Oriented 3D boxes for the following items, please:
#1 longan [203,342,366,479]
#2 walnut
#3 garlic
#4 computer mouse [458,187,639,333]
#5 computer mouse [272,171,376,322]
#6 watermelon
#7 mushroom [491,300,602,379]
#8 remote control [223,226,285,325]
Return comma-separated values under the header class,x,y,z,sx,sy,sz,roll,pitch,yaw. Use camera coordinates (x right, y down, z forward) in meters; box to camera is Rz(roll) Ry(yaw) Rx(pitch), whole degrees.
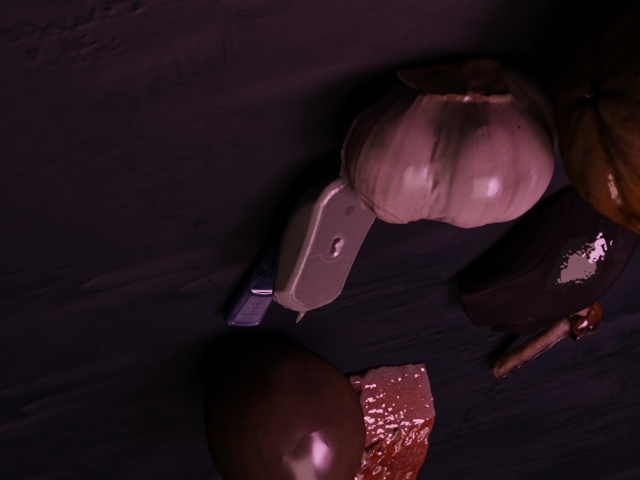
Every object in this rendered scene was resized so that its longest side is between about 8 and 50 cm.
class,x,y,z,sx,sy,sz,roll,pitch,yaw
longan,-0.039,0.213,1.844,0.198,0.198,0.212,-15,124,-8
walnut,0.348,-0.118,1.552,0.283,0.283,0.227,13,161,-39
garlic,0.144,-0.074,1.576,0.229,0.143,0.178,-21,137,-25
computer mouse,0.270,0.034,1.849,0.147,0.088,0.264,18,133,-39
computer mouse,0.000,0.000,1.663,0.089,0.056,0.182,4,118,-37
watermelon,0.052,0.259,2.032,0.193,0.140,0.257,0,133,-40
mushroom,0.267,0.118,1.992,0.187,0.061,0.060,-37,173,36
remote control,-0.057,0.041,1.737,0.043,0.027,0.152,-4,144,-33
